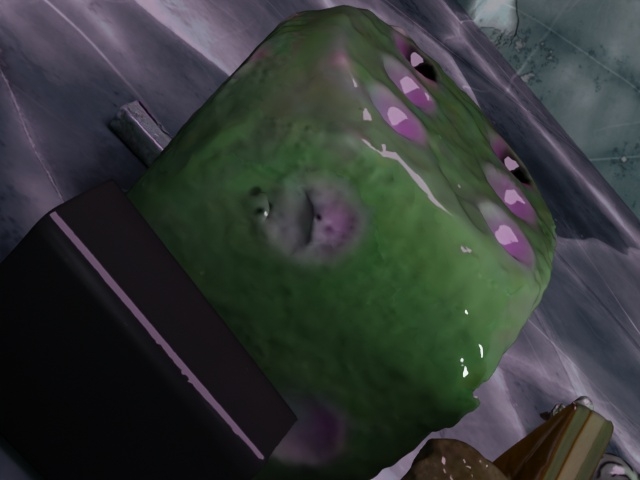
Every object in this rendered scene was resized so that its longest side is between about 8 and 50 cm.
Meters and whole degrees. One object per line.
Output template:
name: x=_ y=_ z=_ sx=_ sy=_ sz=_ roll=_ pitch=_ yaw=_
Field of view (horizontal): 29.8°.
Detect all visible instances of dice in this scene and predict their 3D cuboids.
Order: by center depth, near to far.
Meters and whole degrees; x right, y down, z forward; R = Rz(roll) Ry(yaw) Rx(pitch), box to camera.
dice: x=0.000 y=0.000 z=1.074 sx=0.318 sy=0.330 sz=0.322 roll=42 pitch=25 yaw=-9

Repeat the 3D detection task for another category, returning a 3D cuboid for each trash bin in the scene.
trash bin: x=-0.149 y=0.098 z=0.875 sx=0.225 sy=0.165 sz=0.115 roll=49 pitch=22 yaw=-2

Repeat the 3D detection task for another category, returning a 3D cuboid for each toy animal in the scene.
toy animal: x=0.383 y=0.325 z=1.536 sx=0.170 sy=0.090 sz=0.255 roll=16 pitch=36 yaw=-44

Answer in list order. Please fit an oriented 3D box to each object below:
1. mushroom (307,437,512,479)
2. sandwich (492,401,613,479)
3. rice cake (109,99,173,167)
mushroom: x=0.083 y=0.293 z=0.891 sx=0.292 sy=0.217 sz=0.212 roll=50 pitch=27 yaw=6
sandwich: x=0.252 y=0.269 z=1.288 sx=0.079 sy=0.163 sz=0.113 roll=31 pitch=29 yaw=-33
rice cake: x=-0.144 y=-0.066 z=1.305 sx=0.211 sy=0.034 sz=0.043 roll=47 pitch=26 yaw=-2
